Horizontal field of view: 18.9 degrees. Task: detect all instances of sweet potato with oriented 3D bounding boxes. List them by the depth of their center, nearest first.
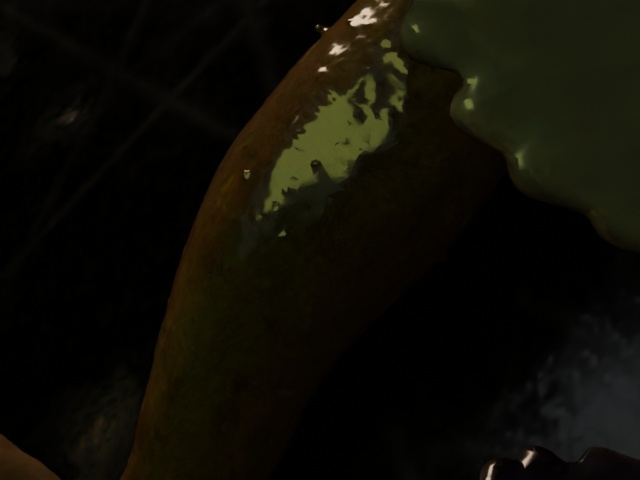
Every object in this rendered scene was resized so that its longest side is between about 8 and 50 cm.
[{"bbox_3d":[0.000,0.000,0.582,0.077,0.077,0.244,33,88,45],"label":"sweet potato"}]

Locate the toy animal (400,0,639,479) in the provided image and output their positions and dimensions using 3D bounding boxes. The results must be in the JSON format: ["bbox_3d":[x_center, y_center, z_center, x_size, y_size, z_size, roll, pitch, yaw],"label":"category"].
[{"bbox_3d":[0.107,0.102,0.317,0.302,0.225,0.284,13,50,15],"label":"toy animal"}]

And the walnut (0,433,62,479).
[{"bbox_3d":[-0.155,0.152,0.554,0.204,0.141,0.238,11,89,9],"label":"walnut"}]
